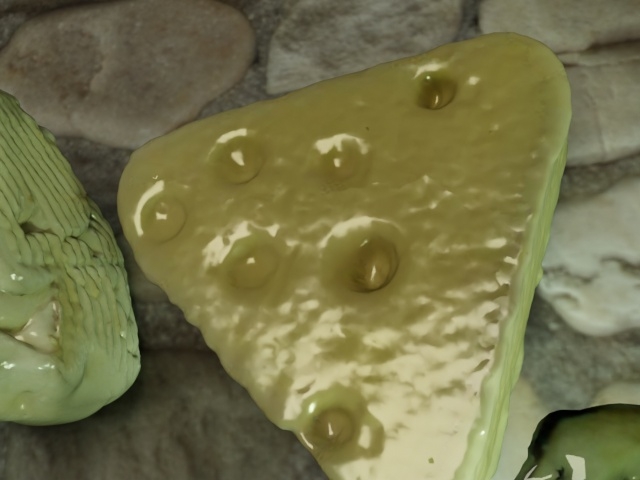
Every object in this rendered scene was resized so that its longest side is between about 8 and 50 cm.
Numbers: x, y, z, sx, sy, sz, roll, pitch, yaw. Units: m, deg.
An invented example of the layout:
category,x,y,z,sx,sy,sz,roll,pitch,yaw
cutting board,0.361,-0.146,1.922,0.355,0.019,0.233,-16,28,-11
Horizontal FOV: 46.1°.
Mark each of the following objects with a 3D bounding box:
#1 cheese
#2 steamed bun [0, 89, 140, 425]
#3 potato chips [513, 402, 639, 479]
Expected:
category,x,y,z,sx,sy,sz,roll,pitch,yaw
cheese,0.000,0.001,0.610,0.383,0.104,0.384,-6,65,12
steamed bun,-0.298,0.018,0.580,0.203,0.289,0.276,-24,64,8
potato chips,0.264,0.238,0.319,0.389,0.097,0.373,12,34,-3
